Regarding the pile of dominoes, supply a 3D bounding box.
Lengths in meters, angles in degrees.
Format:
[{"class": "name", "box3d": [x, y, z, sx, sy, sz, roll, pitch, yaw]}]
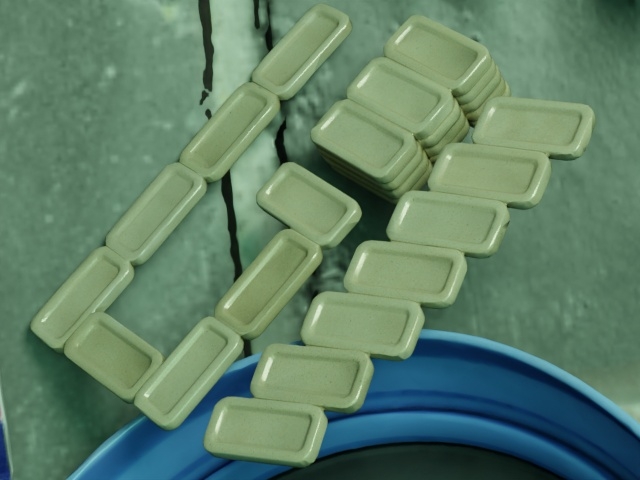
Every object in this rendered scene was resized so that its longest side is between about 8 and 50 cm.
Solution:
[{"class": "pile of dominoes", "box3d": [0.000, 0.000, 0.905, 0.196, 0.040, 0.251, 32, 77, 40]}]

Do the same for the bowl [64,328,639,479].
[{"class": "bowl", "box3d": [0.010, 0.227, 0.799, 0.391, 0.077, 0.391, -13, 55, 19]}]

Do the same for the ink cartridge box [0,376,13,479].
[{"class": "ink cartridge box", "box3d": [-0.255, 0.005, 0.888, 0.176, 0.069, 0.371, -9, 86, -10]}]
